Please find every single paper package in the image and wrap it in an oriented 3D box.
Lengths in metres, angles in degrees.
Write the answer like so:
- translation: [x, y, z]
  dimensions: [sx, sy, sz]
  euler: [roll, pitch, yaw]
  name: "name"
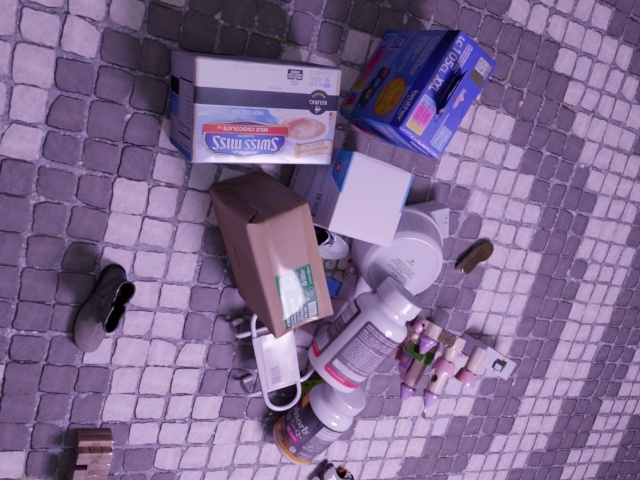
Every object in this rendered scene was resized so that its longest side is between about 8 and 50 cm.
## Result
- translation: [-0.127, 0.026, 1.515]
  dimensions: [0.168, 0.309, 0.325]
  euler: [-21, 117, -19]
  name: "paper package"

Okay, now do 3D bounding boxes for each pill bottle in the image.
- translation: [0.128, 0.257, 1.692]
  dimensions: [0.176, 0.176, 0.318]
  euler: [35, 104, -32]
  name: "pill bottle"
- translation: [-0.003, 0.527, 1.799]
  dimensions: [0.162, 0.162, 0.278]
  euler: [26, 117, -31]
  name: "pill bottle"

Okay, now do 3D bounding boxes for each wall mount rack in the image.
- translation: [-0.095, 0.300, 1.746]
  dimensions: [0.304, 0.130, 0.350]
  euler: [-14, 114, -18]
  name: "wall mount rack"

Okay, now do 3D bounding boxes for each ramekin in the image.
- translation: [0.229, 0.044, 1.749]
  dimensions: [0.272, 0.127, 0.273]
  euler: [-2, 124, -3]
  name: "ramekin"

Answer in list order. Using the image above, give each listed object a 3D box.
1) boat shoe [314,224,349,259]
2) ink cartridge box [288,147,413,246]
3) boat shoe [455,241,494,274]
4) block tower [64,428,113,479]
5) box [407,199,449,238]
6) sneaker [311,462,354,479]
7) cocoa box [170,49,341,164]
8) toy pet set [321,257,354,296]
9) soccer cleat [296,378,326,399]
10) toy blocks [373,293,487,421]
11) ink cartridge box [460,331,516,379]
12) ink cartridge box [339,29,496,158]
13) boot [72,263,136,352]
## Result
- translation: [0.000, -0.001, 1.694]
  dimensions: [0.227, 0.081, 0.079]
  euler: [23, 79, -31]
  name: "boat shoe"
- translation: [0.062, -0.123, 1.571]
  dimensions: [0.197, 0.270, 0.198]
  euler: [15, 95, -31]
  name: "ink cartridge box"
- translation: [0.511, 0.057, 2.009]
  dimensions: [0.153, 0.048, 0.056]
  euler: [-41, 109, -15]
  name: "boat shoe"
- translation: [-0.640, 0.676, 1.622]
  dimensions: [0.097, 0.091, 0.336]
  euler: [10, 103, -28]
  name: "block tower"
- translation: [0.328, -0.058, 1.843]
  dimensions: [0.101, 0.087, 0.101]
  euler: [-14, 114, -23]
  name: "box"
- translation: [0.090, 0.841, 2.048]
  dimensions: [0.271, 0.100, 0.108]
  euler: [41, 82, -32]
  name: "sneaker"
- translation: [-0.159, -0.310, 1.421]
  dimensions: [0.346, 0.231, 0.228]
  euler: [-3, 110, -25]
  name: "cocoa box"
- translation: [0.040, 0.098, 1.768]
  dimensions: [0.122, 0.065, 0.114]
  euler: [20, 98, -30]
  name: "toy pet set"
- translation: [0.006, 0.470, 1.897]
  dimensions: [0.178, 0.060, 0.072]
  euler: [7, 114, -22]
  name: "soccer cleat"
- translation: [0.284, 0.367, 1.858]
  dimensions: [0.308, 0.288, 0.260]
  euler: [28, 89, -35]
  name: "toy blocks"
- translation: [0.577, 0.403, 2.114]
  dimensions: [0.175, 0.127, 0.072]
  euler: [31, 90, -33]
  name: "ink cartridge box"
- translation: [0.245, -0.372, 1.506]
  dimensions: [0.151, 0.395, 0.270]
  euler: [30, 93, -32]
  name: "ink cartridge box"
- translation: [-0.526, 0.184, 1.458]
  dimensions: [0.083, 0.161, 0.247]
  euler: [21, 98, -30]
  name: "boot"
